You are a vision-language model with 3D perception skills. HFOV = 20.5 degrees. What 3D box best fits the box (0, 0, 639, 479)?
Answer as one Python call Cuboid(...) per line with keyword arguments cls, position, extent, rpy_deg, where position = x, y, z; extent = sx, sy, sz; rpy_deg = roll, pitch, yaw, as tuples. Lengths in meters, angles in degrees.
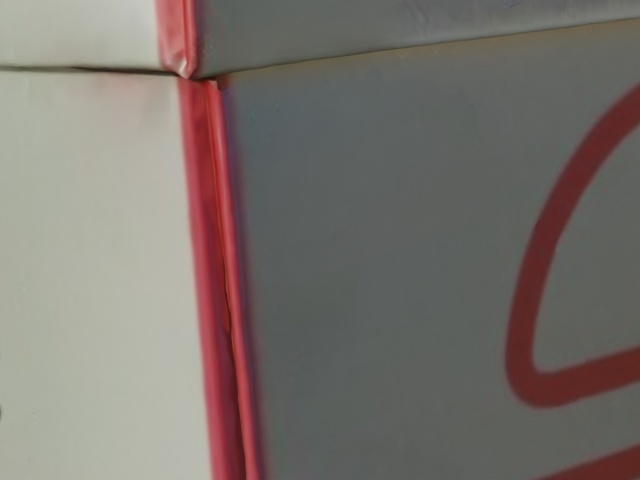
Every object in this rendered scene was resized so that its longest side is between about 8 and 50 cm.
Cuboid(cls="box", position=(0.000, 0.000, 0.532), extent=(0.312, 0.300, 0.314), rpy_deg=(-12, 12, -39))
